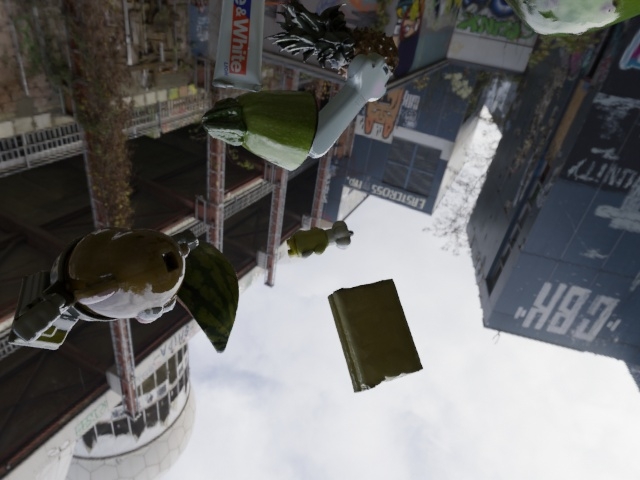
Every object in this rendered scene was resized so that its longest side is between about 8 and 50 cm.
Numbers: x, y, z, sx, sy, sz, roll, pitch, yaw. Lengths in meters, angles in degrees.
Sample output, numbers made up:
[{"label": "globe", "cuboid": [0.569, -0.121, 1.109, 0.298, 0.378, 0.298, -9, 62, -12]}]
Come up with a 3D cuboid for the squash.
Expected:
[{"label": "squash", "cuboid": [-0.083, -0.147, 0.524, 0.132, 0.105, 0.105, 5, -150, -30]}]

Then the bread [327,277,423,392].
[{"label": "bread", "cuboid": [0.098, 0.163, 0.762, 0.139, 0.060, 0.178, -13, -106, -18]}]

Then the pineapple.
[{"label": "pineapple", "cuboid": [0.034, -0.497, 1.062, 0.364, 0.166, 0.165, 9, -153, -37]}]

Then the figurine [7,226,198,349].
[{"label": "figurine", "cuboid": [-0.343, 0.066, 0.698, 0.285, 0.167, 0.342, -22, -149, 25]}]

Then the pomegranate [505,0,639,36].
[{"label": "pomegranate", "cuboid": [0.175, -0.199, 0.283, 0.143, 0.122, 0.169, 4, -179, 2]}]

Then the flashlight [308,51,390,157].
[{"label": "flashlight", "cuboid": [0.037, -0.226, 0.723, 0.047, 0.200, 0.093, 47, -170, 33]}]

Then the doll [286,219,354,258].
[{"label": "doll", "cuboid": [0.000, 0.000, 1.011, 0.162, 0.062, 0.106, -14, -142, 1]}]

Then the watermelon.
[{"label": "watermelon", "cuboid": [-0.289, 0.084, 0.903, 0.303, 0.159, 0.128, 39, -169, 29]}]

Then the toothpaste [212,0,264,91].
[{"label": "toothpaste", "cuboid": [-0.073, -0.262, 0.425, 0.052, 0.218, 0.033, 7, -173, 0]}]
